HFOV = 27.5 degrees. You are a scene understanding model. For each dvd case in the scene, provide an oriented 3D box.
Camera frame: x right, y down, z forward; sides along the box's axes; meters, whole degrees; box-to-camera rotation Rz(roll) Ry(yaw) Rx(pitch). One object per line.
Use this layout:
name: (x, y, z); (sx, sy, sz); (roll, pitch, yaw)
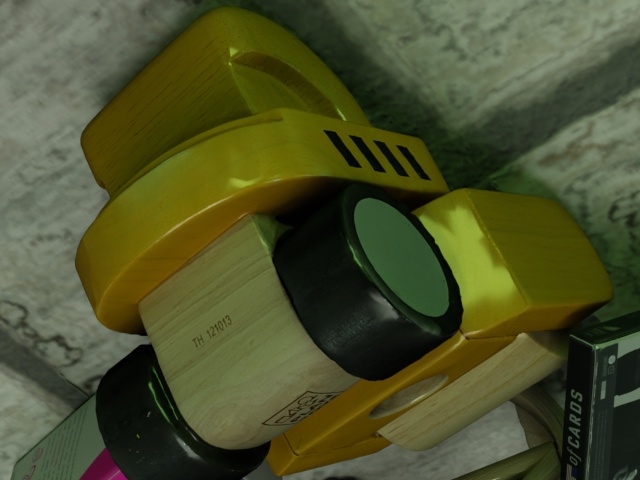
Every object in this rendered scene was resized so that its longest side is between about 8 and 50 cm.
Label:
dvd case: (0.254, 0.114, 0.847); (0.238, 0.029, 0.179); (-14, 115, -29)

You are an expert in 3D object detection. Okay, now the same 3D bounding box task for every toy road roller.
toy road roller: (0.000, 0.000, 0.793); (0.202, 0.241, 0.329); (-37, 157, 27)

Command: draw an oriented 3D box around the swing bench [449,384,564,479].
swing bench: (0.121, 0.282, 0.955); (0.254, 0.165, 0.253); (-33, 128, -11)

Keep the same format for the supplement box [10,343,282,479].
supplement box: (-0.135, 0.179, 0.969); (0.114, 0.111, 0.220); (35, 123, -25)
